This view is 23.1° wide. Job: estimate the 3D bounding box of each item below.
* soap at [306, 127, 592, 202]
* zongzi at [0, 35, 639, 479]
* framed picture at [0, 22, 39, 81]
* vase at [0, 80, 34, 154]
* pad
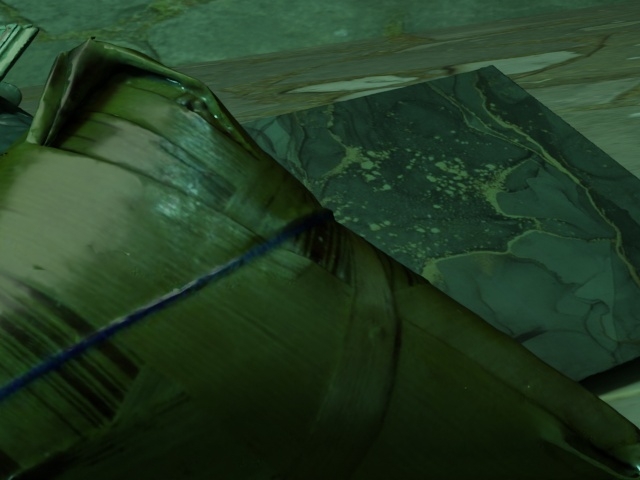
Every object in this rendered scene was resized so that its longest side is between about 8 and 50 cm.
[{"bbox_3d":[0.000,-0.003,0.906,0.273,0.098,0.218,-13,14,-31],"label":"soap"},{"bbox_3d":[-0.039,0.092,0.556,0.260,0.289,0.123,-51,-5,-33],"label":"zongzi"},{"bbox_3d":[-0.357,-0.054,1.132,0.231,0.018,0.293,3,51,38],"label":"framed picture"},{"bbox_3d":[-0.276,-0.042,1.177,0.251,0.156,0.301,-30,28,-26],"label":"vase"},{"bbox_3d":[0.024,0.005,0.768,0.367,0.007,0.247,-16,44,-32],"label":"pad"}]
